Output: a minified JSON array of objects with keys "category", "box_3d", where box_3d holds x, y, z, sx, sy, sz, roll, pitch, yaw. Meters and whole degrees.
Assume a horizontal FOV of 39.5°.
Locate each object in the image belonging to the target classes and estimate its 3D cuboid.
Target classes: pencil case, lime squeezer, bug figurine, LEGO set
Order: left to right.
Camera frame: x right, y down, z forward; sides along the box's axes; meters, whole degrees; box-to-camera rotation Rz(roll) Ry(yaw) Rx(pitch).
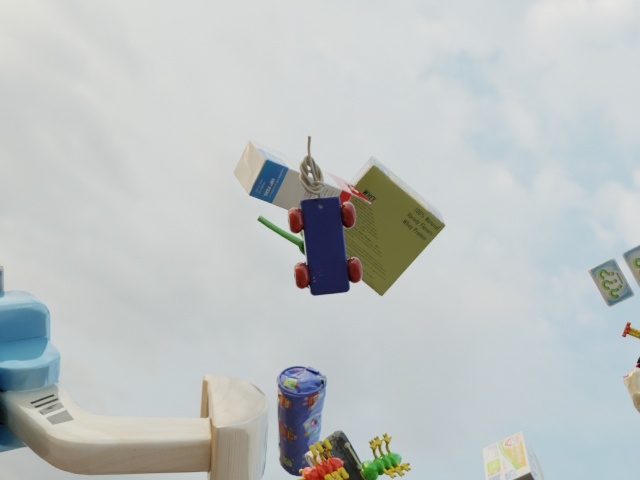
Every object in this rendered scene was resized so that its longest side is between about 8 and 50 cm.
[{"category":"pencil case","box_3d":[-0.046,0.448,2.245,0.119,0.133,0.306,26,-50,32]},{"category":"lime squeezer","box_3d":[0.000,0.000,2.157,0.310,0.110,0.059,6,-20,-24]},{"category":"bug figurine","box_3d":[0.091,0.493,1.666,0.279,0.216,0.072,58,-26,31]},{"category":"LEGO set","box_3d":[0.598,0.117,1.533,0.182,0.060,0.244,-28,-103,14]}]

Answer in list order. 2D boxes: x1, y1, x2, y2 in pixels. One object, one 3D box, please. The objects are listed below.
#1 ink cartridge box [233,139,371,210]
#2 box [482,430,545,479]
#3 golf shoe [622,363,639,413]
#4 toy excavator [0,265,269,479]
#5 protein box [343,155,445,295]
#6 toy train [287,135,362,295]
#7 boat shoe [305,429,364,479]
[{"category":"ink cartridge box","box_3d":[-0.034,-0.098,1.672,0.231,0.078,0.134,21,14,-25]},{"category":"box","box_3d":[0.454,0.551,2.081,0.114,0.203,0.103,-28,-80,13]},{"category":"golf shoe","box_3d":[0.758,0.303,1.914,0.115,0.306,0.140,-49,-117,36]},{"category":"toy excavator","box_3d":[-0.332,0.178,0.943,0.445,0.433,0.222,25,-66,50]},{"category":"protein box","box_3d":[0.120,-0.033,1.882,0.200,0.136,0.201,39,-77,-6]},{"category":"toy train","box_3d":[-0.005,-0.033,1.440,0.105,0.248,0.143,-6,-6,-8]},{"category":"boat shoe","box_3d":[0.086,0.519,1.802,0.302,0.091,0.114,59,-19,-20]}]
